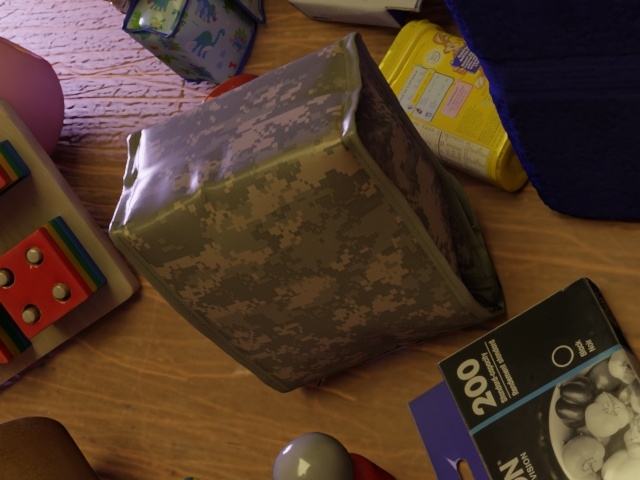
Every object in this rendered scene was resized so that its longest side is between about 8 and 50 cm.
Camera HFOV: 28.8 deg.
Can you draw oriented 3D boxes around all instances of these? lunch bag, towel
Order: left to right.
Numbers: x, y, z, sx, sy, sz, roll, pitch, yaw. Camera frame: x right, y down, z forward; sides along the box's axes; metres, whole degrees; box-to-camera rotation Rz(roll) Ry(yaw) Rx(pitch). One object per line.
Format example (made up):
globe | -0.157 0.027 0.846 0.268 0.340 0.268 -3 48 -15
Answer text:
lunch bag | -0.128 -0.264 1.383 0.096 0.129 0.151 12 75 33
lunch bag | 0.000 0.000 1.088 0.235 0.287 0.169 -22 38 20
towel | 0.235 -0.138 0.972 0.228 0.308 0.076 4 52 35

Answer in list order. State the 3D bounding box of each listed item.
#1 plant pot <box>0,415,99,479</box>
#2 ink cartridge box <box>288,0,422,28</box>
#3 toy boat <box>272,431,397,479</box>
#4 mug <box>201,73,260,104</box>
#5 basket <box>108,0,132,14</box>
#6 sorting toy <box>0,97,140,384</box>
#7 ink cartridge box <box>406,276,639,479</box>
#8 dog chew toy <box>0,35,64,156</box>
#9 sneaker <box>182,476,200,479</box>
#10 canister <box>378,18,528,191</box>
plant pot | -0.253 0.335 1.157 0.254 0.237 0.237 40 94 24
ink cartridge box | 0.088 -0.326 1.289 0.224 0.045 0.223 20 81 53
toy boat | -0.002 0.323 1.015 0.268 0.148 0.318 -6 67 33
mug | -0.028 -0.096 1.251 0.169 0.113 0.150 38 95 36
basket | -0.165 -0.398 1.418 0.223 0.213 0.299 38 92 34
sorting toy | -0.378 0.024 1.353 0.255 0.089 0.257 -33 96 18
ink cartridge box | 0.180 0.166 1.030 0.208 0.045 0.206 -35 54 18
dog chew toy | -0.445 -0.088 1.483 0.207 0.207 0.331 32 96 40
sneaker | -0.108 0.276 1.125 0.188 0.067 0.078 -138 66 -80
canister | 0.135 -0.128 1.176 0.170 0.073 0.126 27 85 38
